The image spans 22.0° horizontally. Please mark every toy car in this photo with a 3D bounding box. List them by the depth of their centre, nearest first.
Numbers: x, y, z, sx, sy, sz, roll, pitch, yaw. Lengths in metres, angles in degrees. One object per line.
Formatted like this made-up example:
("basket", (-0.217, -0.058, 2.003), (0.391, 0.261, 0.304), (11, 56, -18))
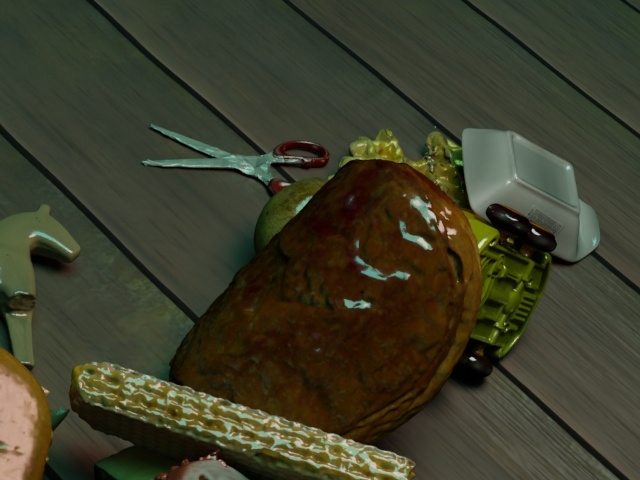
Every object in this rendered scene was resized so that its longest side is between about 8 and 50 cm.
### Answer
("toy car", (0.171, 0.045, 1.980), (0.142, 0.200, 0.248), (28, 0, 31))

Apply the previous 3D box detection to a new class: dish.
("dish", (0.297, -0.067, 2.209), (0.234, 0.064, 0.154), (26, 43, -31))

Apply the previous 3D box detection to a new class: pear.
("pear", (0.000, 0.000, 2.021), (0.167, 0.136, 0.167), (5, 55, -7))

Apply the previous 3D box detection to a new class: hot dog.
("hot dog", (0.007, 0.091, 1.822), (0.267, 0.387, 0.174), (44, 1, 37))

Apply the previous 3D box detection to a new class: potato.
("potato", (-0.171, 0.260, 1.720), (0.103, 0.066, 0.096), (-20, 41, -35))

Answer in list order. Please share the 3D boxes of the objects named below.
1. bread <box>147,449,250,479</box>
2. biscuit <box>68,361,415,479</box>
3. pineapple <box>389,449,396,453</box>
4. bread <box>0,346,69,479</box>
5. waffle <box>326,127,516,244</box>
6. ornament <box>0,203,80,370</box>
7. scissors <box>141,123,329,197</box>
("bread", (-0.101, 0.321, 1.596), (0.212, 0.142, 0.224), (41, 24, -23))
("biscuit", (-0.075, 0.207, 1.679), (0.378, 0.094, 0.054), (18, 64, 3))
("pineapple", (0.037, 0.283, 1.793), (0.114, 0.077, 0.114), (-35, 28, -32))
("bread", (-0.398, 0.249, 1.557), (0.236, 0.183, 0.389), (20, 40, -3))
("waffle", (0.142, -0.057, 2.201), (0.261, 0.056, 0.250), (36, 42, 12))
("ornament", (-0.383, 0.044, 1.882), (0.230, 0.061, 0.245), (4, 46, -20))
("scissors", (-0.110, -0.104, 2.188), (0.247, 0.017, 0.144), (12, 41, -7))
